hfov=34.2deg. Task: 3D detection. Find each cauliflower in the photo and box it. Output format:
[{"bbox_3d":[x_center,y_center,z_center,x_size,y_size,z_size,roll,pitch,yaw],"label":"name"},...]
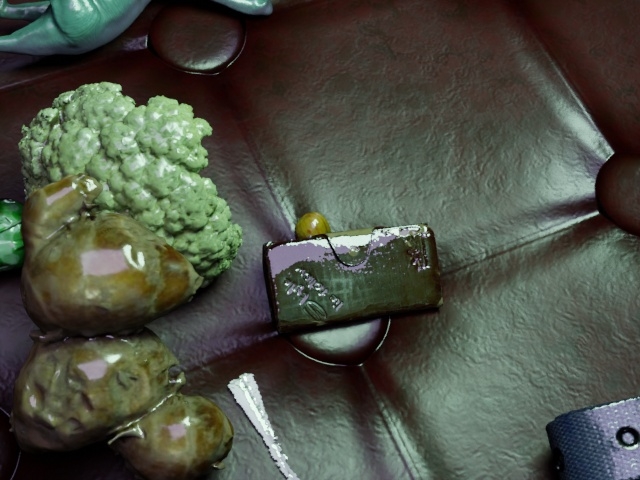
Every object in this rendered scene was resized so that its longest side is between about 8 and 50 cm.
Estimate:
[{"bbox_3d":[-0.237,-0.074,1.340,0.272,0.275,0.250,0,19,10],"label":"cauliflower"}]

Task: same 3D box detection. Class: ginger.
[{"bbox_3d":[-0.244,0.107,1.191,0.256,0.176,0.375,-7,101,9],"label":"ginger"}]

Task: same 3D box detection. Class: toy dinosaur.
[{"bbox_3d":[-0.288,-0.315,1.516,0.331,0.129,0.383,36,71,-10],"label":"toy dinosaur"}]

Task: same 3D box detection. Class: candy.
[{"bbox_3d":[-0.516,0.027,1.325,0.323,0.097,0.097,-16,64,-5],"label":"candy"}]

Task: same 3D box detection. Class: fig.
[{"bbox_3d":[0.000,0.000,1.400,0.050,0.050,0.083,-36,83,-22],"label":"fig"}]

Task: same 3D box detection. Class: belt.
[{"bbox_3d":[0.393,0.254,1.254,0.230,0.140,0.126,-9,68,-13],"label":"belt"}]

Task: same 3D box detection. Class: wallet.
[{"bbox_3d":[0.043,0.046,1.365,0.232,0.031,0.122,-8,87,-9],"label":"wallet"}]

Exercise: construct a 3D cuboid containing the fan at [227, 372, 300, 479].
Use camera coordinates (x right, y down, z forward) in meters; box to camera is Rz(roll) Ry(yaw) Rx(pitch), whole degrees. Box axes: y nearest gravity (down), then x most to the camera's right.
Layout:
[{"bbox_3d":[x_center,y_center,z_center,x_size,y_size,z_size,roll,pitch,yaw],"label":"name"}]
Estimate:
[{"bbox_3d":[-0.002,0.334,1.232,0.233,0.012,0.415,-28,68,-20],"label":"fan"}]
